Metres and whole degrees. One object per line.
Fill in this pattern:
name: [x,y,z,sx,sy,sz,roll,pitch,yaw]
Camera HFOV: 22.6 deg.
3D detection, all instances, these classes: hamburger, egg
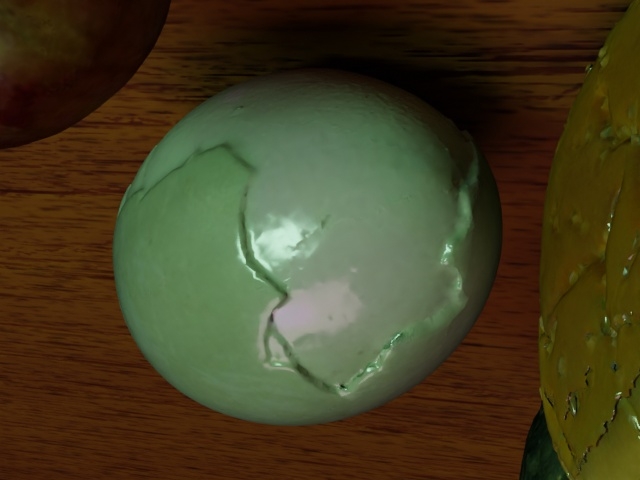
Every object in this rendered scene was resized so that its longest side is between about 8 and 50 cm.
hamburger: [0.186,0.014,0.672,0.163,0.244,0.244,19,155,-14]
egg: [0.000,0.000,0.815,0.183,0.183,0.217,33,142,-33]

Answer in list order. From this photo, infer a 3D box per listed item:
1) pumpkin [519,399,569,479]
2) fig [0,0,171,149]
pumpkin: [0.265,0.153,0.856,0.327,0.291,0.257,-10,137,28]
fig: [-0.138,-0.135,0.639,0.205,0.205,0.205,13,155,6]
